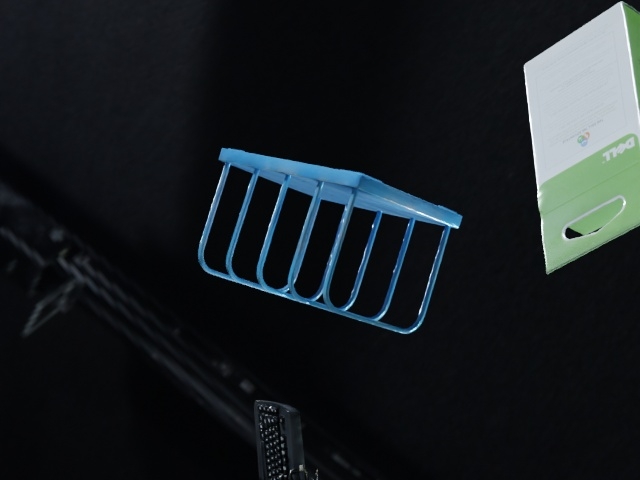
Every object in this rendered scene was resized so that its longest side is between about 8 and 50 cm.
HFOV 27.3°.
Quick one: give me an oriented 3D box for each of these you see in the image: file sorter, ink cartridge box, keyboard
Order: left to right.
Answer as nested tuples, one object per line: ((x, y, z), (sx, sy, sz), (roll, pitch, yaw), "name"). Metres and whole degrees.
((-0.043, 0.271, 1.426), (0.100, 0.038, 0.192), (-2, -85, 48), "keyboard")
((0.000, 0.000, 1.048), (0.170, 0.118, 0.104), (15, -94, 48), "file sorter")
((0.231, -0.075, 1.059), (0.062, 0.209, 0.109), (24, -38, -33), "ink cartridge box")
